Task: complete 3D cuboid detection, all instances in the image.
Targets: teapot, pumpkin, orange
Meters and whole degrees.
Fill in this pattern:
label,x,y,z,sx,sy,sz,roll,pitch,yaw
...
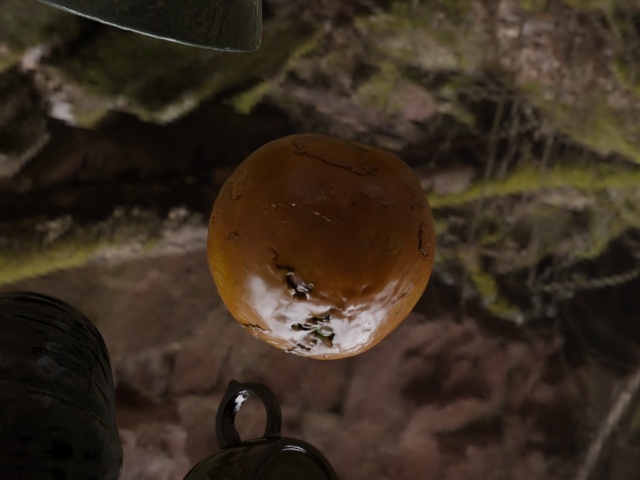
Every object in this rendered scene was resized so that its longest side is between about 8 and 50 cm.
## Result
label,x,y,z,sx,sy,sz,roll,pitch,yaw
teapot,-0.037,0.127,0.740,0.068,0.121,0.076,-12,165,40
pumpkin,-0.252,0.159,1.156,0.216,0.250,0.250,22,-166,-5
orange,0.000,0.000,1.625,0.246,0.246,0.246,13,-165,-3

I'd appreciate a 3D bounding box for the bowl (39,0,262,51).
label,x,y,z,sx,sy,sz,roll,pitch,yaw
bowl,-0.185,-0.311,1.627,0.289,0.146,0.289,15,-167,-4
